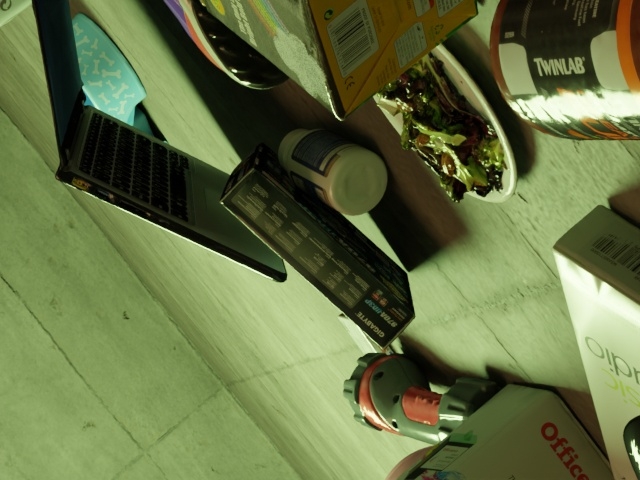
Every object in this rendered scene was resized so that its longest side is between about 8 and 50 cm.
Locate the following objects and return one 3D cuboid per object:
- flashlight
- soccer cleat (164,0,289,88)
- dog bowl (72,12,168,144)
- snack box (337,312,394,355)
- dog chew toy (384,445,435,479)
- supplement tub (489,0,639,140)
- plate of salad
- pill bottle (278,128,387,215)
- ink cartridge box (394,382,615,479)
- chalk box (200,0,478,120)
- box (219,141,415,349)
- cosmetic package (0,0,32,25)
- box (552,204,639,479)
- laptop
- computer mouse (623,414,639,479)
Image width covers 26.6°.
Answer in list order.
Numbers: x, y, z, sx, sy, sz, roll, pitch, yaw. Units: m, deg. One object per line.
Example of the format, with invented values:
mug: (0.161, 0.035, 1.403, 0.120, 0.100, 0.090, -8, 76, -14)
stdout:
flashlight: (0.128, 0.187, 1.578, 0.103, 0.103, 0.304, 39, 165, -16)
soccer cleat: (-0.130, -0.272, 1.196, 0.318, 0.108, 0.116, 55, 170, -24)
dog bowl: (-0.317, -0.205, 2.013, 0.166, 0.074, 0.297, 43, 164, 30)
snack box: (0.089, 0.166, 1.783, 0.178, 0.022, 0.064, 54, 165, -13)
dog chew toy: (0.160, 0.345, 1.680, 0.206, 0.206, 0.332, 51, 177, 0)
supplement tub: (0.171, -0.101, 0.669, 0.106, 0.106, 0.198, 55, 166, -15)
plate of salad: (0.079, -0.104, 1.074, 0.200, 0.048, 0.200, 47, 165, 17)
pill bottle: (0.008, -0.072, 1.336, 0.120, 0.067, 0.067, 32, 157, 53)
ink cartridge box: (0.168, 0.307, 1.366, 0.201, 0.278, 0.117, 53, 169, -7)
chalk box: (-0.015, -0.211, 0.927, 0.213, 0.132, 0.132, 43, 165, 33)
box: (0.000, 0.000, 1.383, 0.220, 0.051, 0.175, 42, -170, -9)
cosmetic package: (-0.467, -0.473, 1.640, 0.217, 0.156, 0.385, 36, 159, 45)
box: (0.295, 0.143, 1.001, 0.232, 0.058, 0.322, 38, 161, 42)
laptop: (-0.184, -0.186, 1.520, 0.408, 0.236, 0.382, 26, -168, -13)
computer mouse: (0.313, 0.173, 0.832, 0.262, 0.060, 0.184, 27, 151, 10)
